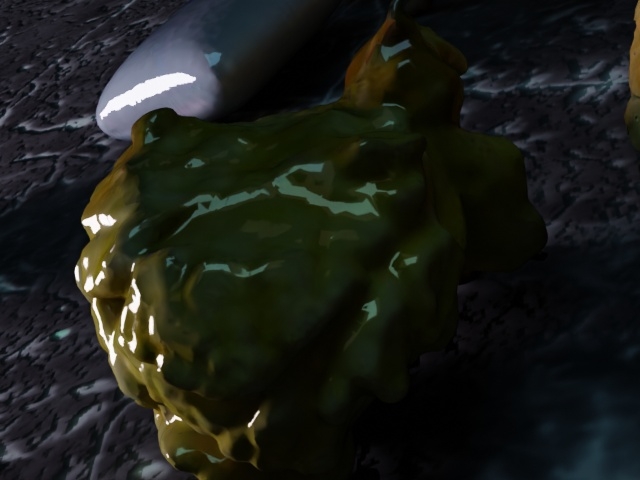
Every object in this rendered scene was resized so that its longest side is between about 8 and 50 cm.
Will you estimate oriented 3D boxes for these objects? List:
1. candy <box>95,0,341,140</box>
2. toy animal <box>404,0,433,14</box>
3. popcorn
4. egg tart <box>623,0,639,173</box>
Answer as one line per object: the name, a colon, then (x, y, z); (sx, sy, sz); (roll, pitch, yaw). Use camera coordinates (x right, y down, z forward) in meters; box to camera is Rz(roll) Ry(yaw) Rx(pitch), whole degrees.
candy: (-0.059, -0.133, 0.900); (0.138, 0.071, 0.174); (-14, 29, 46)
toy animal: (0.025, -0.269, 0.929); (0.094, 0.186, 0.214); (-35, 38, -24)
popcorn: (0.002, 0.002, 0.540); (0.195, 0.173, 0.168); (-27, 15, -12)
egg tart: (0.258, -0.113, 0.498); (0.341, 0.129, 0.341); (-20, 39, 18)
